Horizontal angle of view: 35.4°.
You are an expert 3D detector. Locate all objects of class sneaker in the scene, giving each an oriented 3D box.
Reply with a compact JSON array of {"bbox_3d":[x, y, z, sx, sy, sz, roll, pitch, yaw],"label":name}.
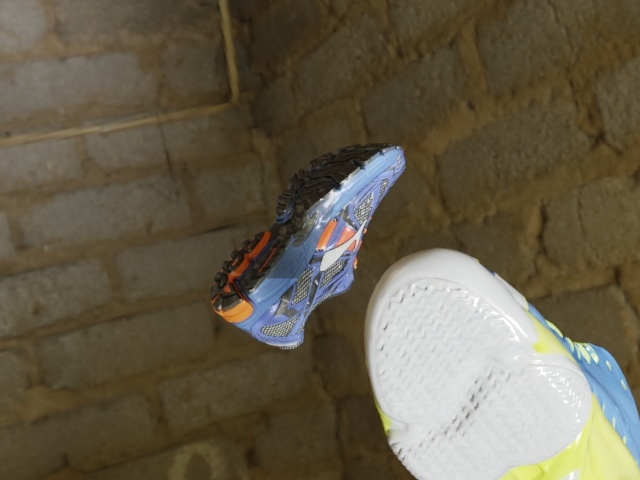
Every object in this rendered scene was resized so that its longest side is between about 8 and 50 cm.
[{"bbox_3d":[0.000,0.000,0.852,0.221,0.087,0.083,-48,-148,-19],"label":"sneaker"},{"bbox_3d":[0.098,0.078,0.491,0.091,0.240,0.126,-20,-152,22],"label":"sneaker"}]
